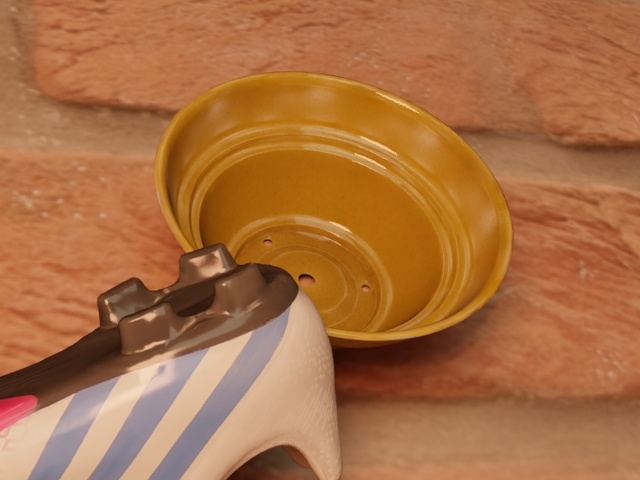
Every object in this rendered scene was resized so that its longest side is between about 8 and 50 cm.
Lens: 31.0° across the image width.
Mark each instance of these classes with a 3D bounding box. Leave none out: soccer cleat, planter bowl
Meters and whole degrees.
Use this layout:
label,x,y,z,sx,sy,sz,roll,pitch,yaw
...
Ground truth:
label,x,y,z,sx,sy,sz,roll,pitch,yaw
soccer cleat,-0.139,0.122,0.530,0.331,0.143,0.116,-22,16,-12
planter bowl,0.000,0.000,0.705,0.217,0.090,0.217,10,46,-11
